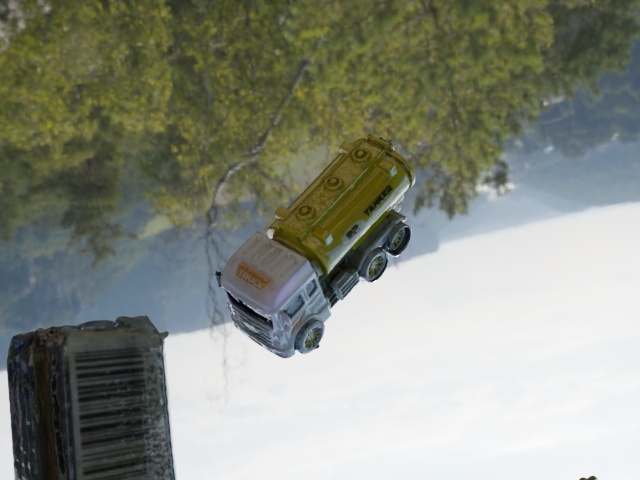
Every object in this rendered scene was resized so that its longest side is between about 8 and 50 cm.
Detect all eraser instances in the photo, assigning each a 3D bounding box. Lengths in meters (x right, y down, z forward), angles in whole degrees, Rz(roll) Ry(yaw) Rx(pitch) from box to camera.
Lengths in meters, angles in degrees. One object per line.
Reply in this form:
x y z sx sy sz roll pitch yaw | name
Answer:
-0.228 0.248 0.843 0.155 0.331 0.102 1 170 -43 | eraser

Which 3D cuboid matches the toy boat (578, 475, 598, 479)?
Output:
0.417 0.461 1.324 0.099 0.140 0.318 8 151 3 | toy boat

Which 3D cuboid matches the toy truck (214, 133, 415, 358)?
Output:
0.000 0.000 0.812 0.098 0.114 0.227 29 -116 33 | toy truck
